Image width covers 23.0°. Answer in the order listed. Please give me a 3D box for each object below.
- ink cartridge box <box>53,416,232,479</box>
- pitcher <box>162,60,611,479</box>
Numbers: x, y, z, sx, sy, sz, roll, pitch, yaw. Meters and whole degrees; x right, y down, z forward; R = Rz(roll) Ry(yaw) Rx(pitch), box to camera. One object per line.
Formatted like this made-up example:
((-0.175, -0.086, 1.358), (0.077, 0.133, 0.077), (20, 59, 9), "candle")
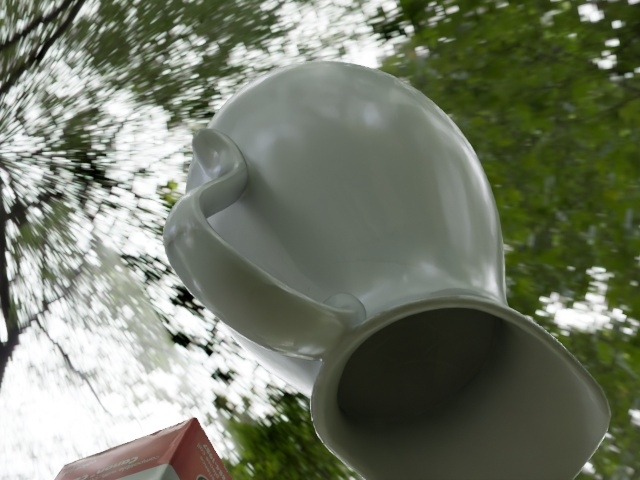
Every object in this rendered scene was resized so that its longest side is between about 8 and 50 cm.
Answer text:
((-0.068, 0.160, 0.524), (0.067, 0.198, 0.115), (-22, -75, 19), "ink cartridge box")
((0.000, 0.000, 0.607), (0.178, 0.207, 0.125), (34, -74, -33), "pitcher")
